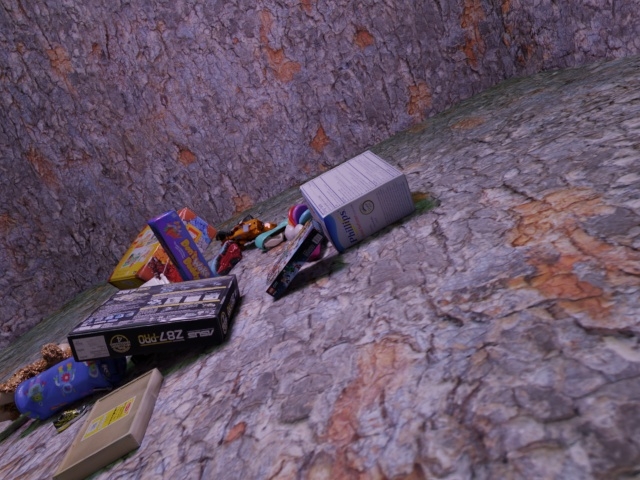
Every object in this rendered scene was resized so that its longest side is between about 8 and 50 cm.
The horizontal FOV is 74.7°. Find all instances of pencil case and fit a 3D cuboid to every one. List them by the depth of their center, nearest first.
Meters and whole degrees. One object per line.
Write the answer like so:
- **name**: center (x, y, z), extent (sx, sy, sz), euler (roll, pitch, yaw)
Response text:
- **pencil case**: center (-0.705, 0.405, 1.198), extent (0.306, 0.133, 0.119), euler (-26, -25, 6)

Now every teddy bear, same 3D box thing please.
- **teddy bear**: center (-0.897, 0.432, 1.340), extent (0.338, 0.113, 0.245), euler (-48, -18, -42)

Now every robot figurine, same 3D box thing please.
- **robot figurine**: center (-0.354, -0.023, 1.978), extent (0.291, 0.085, 0.211), euler (-21, -20, 33)

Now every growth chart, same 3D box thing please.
- **growth chart**: center (-0.693, 0.244, 1.684), extent (0.237, 0.172, 0.021), euler (-30, -22, -3)

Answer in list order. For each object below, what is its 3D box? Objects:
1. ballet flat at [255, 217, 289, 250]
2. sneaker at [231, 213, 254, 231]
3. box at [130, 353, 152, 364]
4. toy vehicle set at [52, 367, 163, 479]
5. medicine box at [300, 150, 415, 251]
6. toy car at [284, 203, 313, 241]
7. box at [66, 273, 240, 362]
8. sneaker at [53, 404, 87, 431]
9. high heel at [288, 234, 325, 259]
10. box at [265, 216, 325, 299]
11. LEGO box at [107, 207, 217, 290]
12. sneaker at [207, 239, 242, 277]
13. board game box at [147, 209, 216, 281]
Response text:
- **ballet flat**: center (-0.160, -0.027, 1.799), extent (0.247, 0.083, 0.087), euler (-30, 39, -10)
- **sneaker**: center (-0.389, -0.046, 2.172), extent (0.146, 0.122, 0.330), euler (-39, 5, -14)
- **box**: center (-0.509, 0.317, 1.321), extent (0.162, 0.029, 0.116), euler (-29, 14, -8)
- **toy vehicle set**: center (-0.454, 0.399, 0.930), extent (0.166, 0.035, 0.267), euler (-29, 15, -4)
- **medicine box**: center (0.114, -0.140, 1.391), extent (0.289, 0.149, 0.263), euler (-29, 33, -3)
- **toy car**: center (-0.065, -0.080, 1.658), extent (0.159, 0.136, 0.182), euler (-35, 16, -26)
- **box**: center (-0.457, 0.213, 1.225), extent (0.395, 0.097, 0.318), euler (-8, 17, -1)
- **sneaker**: center (-0.649, 0.455, 1.088), extent (0.031, 0.035, 0.083), euler (-11, 22, 45)
- **high heel**: center (0.000, 0.000, 1.453), extent (0.117, 0.082, 0.244), euler (18, 22, 25)
- **box**: center (-0.078, 0.047, 1.247), extent (0.233, 0.044, 0.159), euler (-53, 13, 9)
- **LEGO box**: center (-0.768, 0.079, 2.011), extent (0.500, 0.193, 0.372), euler (-10, 47, 49)
- **sneaker**: center (-0.441, 0.084, 1.838), extent (0.125, 0.104, 0.262), euler (-24, 15, 21)
- **board game box**: center (-0.472, 0.066, 1.478), extent (0.078, 0.347, 0.233), euler (-33, 16, -23)
